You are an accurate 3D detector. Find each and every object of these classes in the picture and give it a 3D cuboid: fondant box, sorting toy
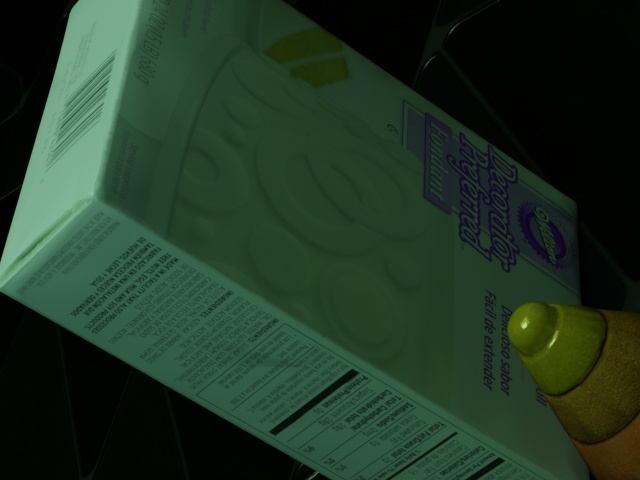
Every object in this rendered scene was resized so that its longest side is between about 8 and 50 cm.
[{"bbox_3d":[0.000,0.000,1.029,0.096,0.330,0.238,-39,30,34],"label":"fondant box"},{"bbox_3d":[0.104,0.173,0.873,0.127,0.126,0.366,-20,43,55],"label":"sorting toy"}]

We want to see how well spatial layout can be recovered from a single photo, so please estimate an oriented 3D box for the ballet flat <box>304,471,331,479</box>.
[{"bbox_3d":[0.029,0.134,1.166,0.173,0.049,0.057,-54,24,11],"label":"ballet flat"}]
